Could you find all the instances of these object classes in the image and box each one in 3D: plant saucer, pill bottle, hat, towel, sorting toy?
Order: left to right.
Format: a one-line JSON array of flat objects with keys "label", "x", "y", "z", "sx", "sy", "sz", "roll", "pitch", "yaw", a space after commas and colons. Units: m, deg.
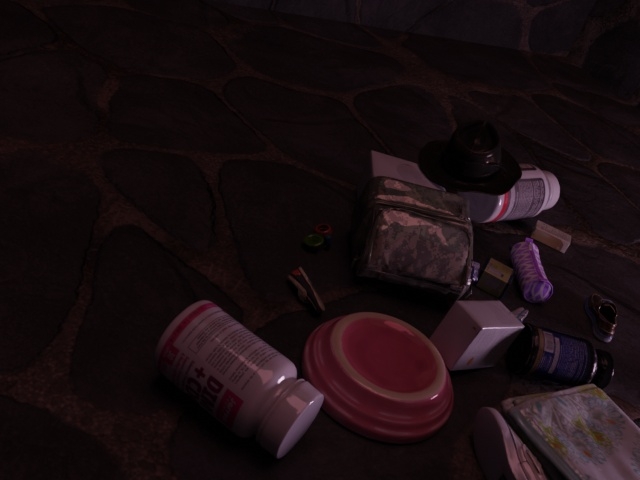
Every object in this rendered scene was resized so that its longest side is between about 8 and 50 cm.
[{"label": "pill bottle", "x": -0.144, "y": 0.246, "z": 1.288, "sx": 0.283, "sy": 0.160, "sz": 0.160, "roll": 33, "pitch": 35, "yaw": 18}, {"label": "sorting toy", "x": 0.000, "y": 0.000, "z": 1.841, "sx": 0.061, "sy": 0.042, "sz": 0.102, "roll": 17, "pitch": 42, "yaw": 22}, {"label": "plant saucer", "x": 0.127, "y": 0.260, "z": 1.490, "sx": 0.331, "sy": 0.084, "sz": 0.332, "roll": 15, "pitch": 33, "yaw": -10}, {"label": "hat", "x": 0.441, "y": -0.266, "z": 2.083, "sx": 0.331, "sy": 0.134, "sz": 0.331, "roll": 4, "pitch": 36, "yaw": -3}, {"label": "pill bottle", "x": 0.596, "y": -0.152, "z": 2.258, "sx": 0.318, "sy": 0.176, "sz": 0.176, "roll": -6, "pitch": 41, "yaw": -35}, {"label": "pill bottle", "x": 0.555, "y": 0.274, "z": 1.671, "sx": 0.219, "sy": 0.123, "sz": 0.123, "roll": 16, "pitch": 33, "yaw": -10}, {"label": "towel", "x": 0.567, "y": 0.451, "z": 1.446, "sx": 0.320, "sy": 0.090, "sz": 0.374, "roll": -1, "pitch": 39, "yaw": -34}]

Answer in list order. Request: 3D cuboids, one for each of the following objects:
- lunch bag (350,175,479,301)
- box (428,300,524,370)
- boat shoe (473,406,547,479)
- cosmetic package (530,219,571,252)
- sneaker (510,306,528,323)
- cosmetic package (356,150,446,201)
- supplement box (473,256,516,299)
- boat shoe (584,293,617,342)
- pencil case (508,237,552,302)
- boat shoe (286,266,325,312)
[{"label": "lunch bag", "x": 0.230, "y": 0.011, "z": 1.808, "sx": 0.304, "sy": 0.213, "sz": 0.256, "roll": 15, "pitch": 50, "yaw": -9}, {"label": "box", "x": 0.347, "y": 0.210, "z": 1.617, "sx": 0.170, "sy": 0.130, "sz": 0.091, "roll": 6, "pitch": 35, "yaw": -43}, {"label": "boat shoe", "x": 0.377, "y": 0.436, "z": 1.369, "sx": 0.088, "sy": 0.096, "sz": 0.268, "roll": 8, "pitch": 36, "yaw": -27}, {"label": "cosmetic package", "x": 0.716, "y": -0.012, "z": 2.249, "sx": 0.115, "sy": 0.041, "sz": 0.060, "roll": 27, "pitch": 34, "yaw": 10}, {"label": "sneaker", "x": 0.443, "y": 0.202, "z": 1.768, "sx": 0.082, "sy": 0.071, "sz": 0.190, "roll": 31, "pitch": 33, "yaw": 24}, {"label": "cosmetic package", "x": 0.228, "y": -0.117, "z": 2.037, "sx": 0.223, "sy": 0.138, "sz": 0.225, "roll": 16, "pitch": 32, "yaw": -9}, {"label": "supplement box", "x": 0.466, "y": 0.100, "z": 1.934, "sx": 0.083, "sy": 0.056, "sz": 0.083, "roll": 29, "pitch": 34, "yaw": 12}, {"label": "boat shoe", "x": 0.768, "y": 0.196, "z": 1.955, "sx": 0.066, "sy": 0.066, "sz": 0.183, "roll": 18, "pitch": 33, "yaw": -6}, {"label": "pencil case", "x": 0.582, "y": 0.082, "z": 1.997, "sx": 0.086, "sy": 0.088, "sz": 0.206, "roll": 16, "pitch": 34, "yaw": -10}, {"label": "boat shoe", "x": -0.033, "y": 0.117, "z": 1.645, "sx": 0.043, "sy": 0.049, "sz": 0.137, "roll": -33, "pitch": 52, "yaw": -1}]
